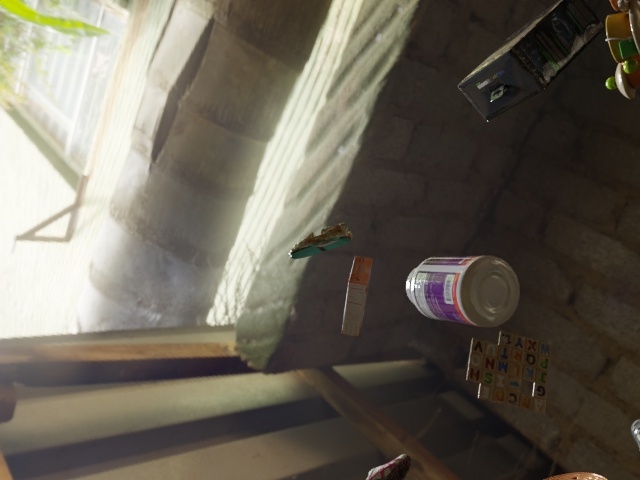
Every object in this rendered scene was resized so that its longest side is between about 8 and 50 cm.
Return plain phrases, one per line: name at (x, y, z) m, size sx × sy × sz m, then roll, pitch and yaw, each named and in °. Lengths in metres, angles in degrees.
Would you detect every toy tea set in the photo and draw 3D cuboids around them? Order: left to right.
toy tea set at (0.404, -0.352, 0.881) m, size 0.124 × 0.336 × 0.200 m, roll -11°, pitch -157°, yaw 41°

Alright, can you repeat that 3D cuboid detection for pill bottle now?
pill bottle at (0.365, 0.131, 1.625) m, size 0.182 × 0.181 × 0.323 m, roll 15°, pitch 173°, yaw -21°

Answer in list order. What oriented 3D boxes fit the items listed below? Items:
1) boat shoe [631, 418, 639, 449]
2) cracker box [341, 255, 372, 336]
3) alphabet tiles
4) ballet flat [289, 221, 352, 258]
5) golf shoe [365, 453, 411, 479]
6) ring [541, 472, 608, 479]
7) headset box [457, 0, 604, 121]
boat shoe at (0.741, 0.436, 1.143) m, size 0.335 × 0.121 × 0.119 m, roll 36°, pitch -162°, yaw -8°
cracker box at (0.125, 0.190, 2.063) m, size 0.067 × 0.232 × 0.155 m, roll 11°, pitch -146°, yaw 6°
alphabet tiles at (0.524, 0.355, 1.678) m, size 0.237 × 0.198 × 0.009 m, roll 15°, pitch 162°, yaw -7°
ballet flat at (0.000, 0.000, 2.124) m, size 0.091 × 0.241 × 0.077 m, roll 43°, pitch -146°, yaw -58°
golf shoe at (0.180, 0.661, 1.714) m, size 0.186 × 0.067 × 0.086 m, roll -29°, pitch -147°, yaw -34°
ring at (0.623, 0.724, 1.624) m, size 0.032 × 0.337 × 0.337 m, roll 64°, pitch -155°, yaw 3°
headset box at (0.522, -0.457, 1.536) m, size 0.131 × 0.283 × 0.246 m, roll 49°, pitch 160°, yaw -7°
